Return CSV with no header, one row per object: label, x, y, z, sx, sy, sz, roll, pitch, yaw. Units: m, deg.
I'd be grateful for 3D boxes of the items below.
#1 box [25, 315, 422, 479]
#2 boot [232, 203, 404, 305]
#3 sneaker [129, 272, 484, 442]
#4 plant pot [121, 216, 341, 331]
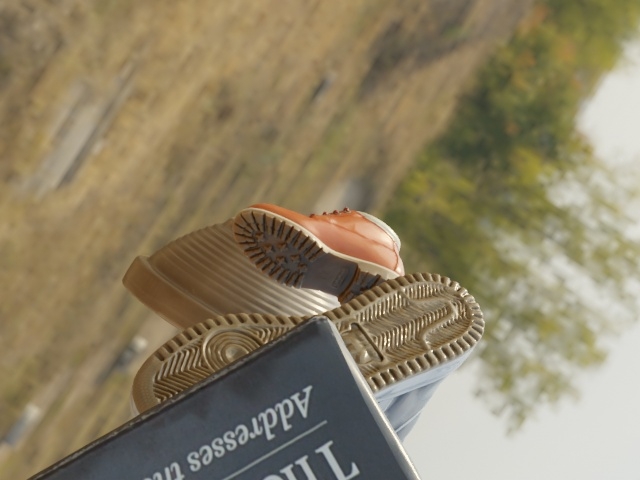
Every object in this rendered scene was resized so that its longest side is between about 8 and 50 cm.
box,-0.079,0.247,0.580,0.343,0.312,0.179,-29,177,-16
boot,0.000,0.000,1.560,0.059,0.158,0.085,-51,-159,39
sneaker,-0.023,0.119,1.297,0.282,0.099,0.153,-14,150,-36
plant pot,-0.062,0.052,1.771,0.110,0.237,0.237,-61,176,3
